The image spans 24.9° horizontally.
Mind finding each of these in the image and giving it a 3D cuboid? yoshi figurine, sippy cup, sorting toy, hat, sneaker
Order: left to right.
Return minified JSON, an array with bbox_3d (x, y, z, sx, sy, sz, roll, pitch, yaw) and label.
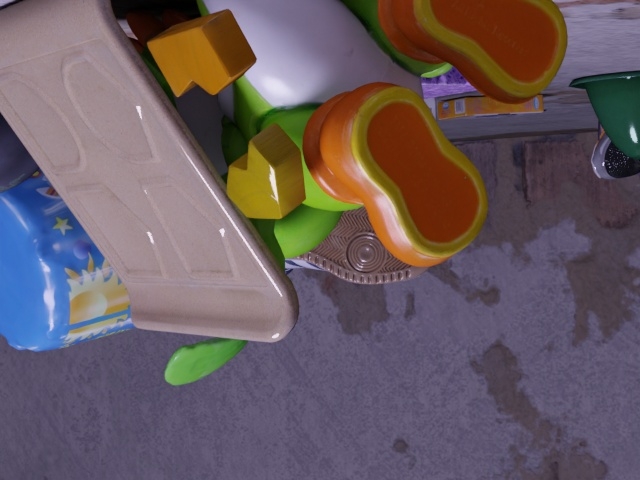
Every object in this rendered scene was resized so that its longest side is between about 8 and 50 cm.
[{"bbox_3d":[-0.205,-0.009,1.342,0.224,0.240,0.305,-25,-153,-37],"label":"sippy cup"},{"bbox_3d":[-0.089,-0.047,0.835,0.041,0.229,0.307,-38,-161,-27],"label":"sorting toy"},{"bbox_3d":[0.000,0.000,1.685,0.282,0.099,0.153,5,175,10],"label":"sneaker"},{"bbox_3d":[0.002,-0.062,0.898,0.203,0.203,0.362,-12,-172,-30],"label":"yoshi figurine"},{"bbox_3d":[0.384,-0.104,1.718,0.173,0.183,0.208,-2,-178,14],"label":"hat"},{"bbox_3d":[0.437,-0.132,1.793,0.215,0.084,0.083,-27,-150,10],"label":"sneaker"}]

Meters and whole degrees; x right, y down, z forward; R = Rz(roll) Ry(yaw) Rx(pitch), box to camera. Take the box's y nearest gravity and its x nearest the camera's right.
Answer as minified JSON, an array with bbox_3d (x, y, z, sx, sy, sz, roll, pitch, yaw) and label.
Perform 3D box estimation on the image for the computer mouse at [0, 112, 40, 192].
[{"bbox_3d":[-0.313,-0.063,1.066,0.272,0.072,0.188,0,180,15],"label":"computer mouse"}]

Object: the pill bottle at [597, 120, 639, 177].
[{"bbox_3d":[0.490,-0.142,1.905,0.245,0.130,0.130,-3,-179,7],"label":"pill bottle"}]

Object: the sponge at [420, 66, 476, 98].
[{"bbox_3d":[0.080,-0.154,1.368,0.117,0.031,0.210,-2,-178,42],"label":"sponge"}]

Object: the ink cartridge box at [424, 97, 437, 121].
[{"bbox_3d":[-0.011,-0.114,1.756,0.211,0.121,0.289,-3,-179,-21],"label":"ink cartridge box"}]

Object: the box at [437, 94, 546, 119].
[{"bbox_3d":[0.237,-0.181,1.968,0.136,0.028,0.081,-6,-177,-23],"label":"box"}]
